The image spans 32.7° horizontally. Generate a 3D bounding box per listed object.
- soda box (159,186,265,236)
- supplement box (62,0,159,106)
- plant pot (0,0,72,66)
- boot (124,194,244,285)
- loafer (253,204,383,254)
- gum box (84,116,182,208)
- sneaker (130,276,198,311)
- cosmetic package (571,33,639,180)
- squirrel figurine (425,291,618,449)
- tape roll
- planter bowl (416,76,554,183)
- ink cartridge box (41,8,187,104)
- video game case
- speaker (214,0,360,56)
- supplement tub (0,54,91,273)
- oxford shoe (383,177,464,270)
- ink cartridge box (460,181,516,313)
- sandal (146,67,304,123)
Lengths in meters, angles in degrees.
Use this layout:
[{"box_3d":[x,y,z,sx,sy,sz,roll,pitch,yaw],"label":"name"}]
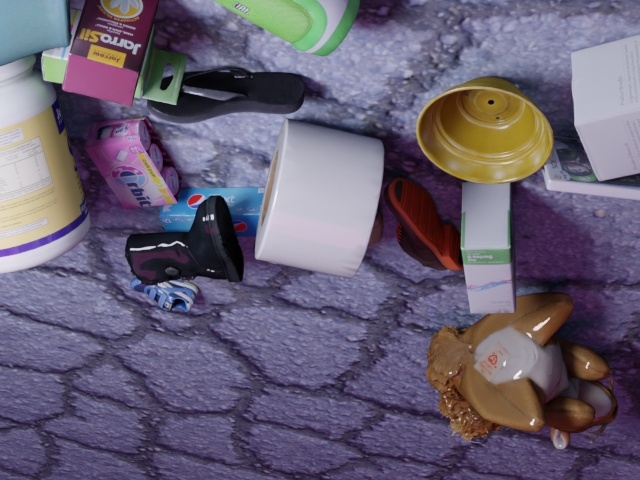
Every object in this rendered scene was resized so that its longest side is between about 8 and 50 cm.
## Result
[{"box_3d":[-0.189,-0.053,2.041,0.210,0.067,0.071,0,144,10],"label":"soda box"},{"box_3d":[-0.306,-0.300,1.609,0.104,0.188,0.081,14,143,-11],"label":"supplement box"},{"box_3d":[-0.479,-0.355,1.516,0.255,0.272,0.272,-3,146,-11],"label":"plant pot"},{"box_3d":[-0.260,0.008,1.995,0.207,0.094,0.246,-2,150,5],"label":"boot"},{"box_3d":[0.000,0.000,2.056,0.268,0.102,0.092,-12,135,23],"label":"loafer"},{"box_3d":[-0.333,-0.140,1.945,0.107,0.062,0.188,-5,143,16],"label":"gum box"},{"box_3d":[-0.332,0.112,2.300,0.144,0.059,0.053,12,146,-7],"label":"sneaker"},{"box_3d":[0.488,-0.207,1.649,0.183,0.151,0.151,-11,141,25],"label":"cosmetic package"},{"box_3d":[0.435,0.303,2.332,0.397,0.281,0.370,-6,156,40],"label":"squirrel figurine"},{"box_3d":[-0.005,-0.070,1.838,0.169,0.246,0.246,11,144,-8],"label":"tape roll"},{"box_3d":[0.267,-0.195,1.743,0.217,0.090,0.217,11,143,8],"label":"planter bowl"},{"box_3d":[-0.317,-0.288,1.697,0.209,0.109,0.062,10,145,-5],"label":"ink cartridge box"},{"box_3d":[0.452,-0.119,1.766,0.190,0.173,0.022,7,121,0],"label":"video game case"},{"box_3d":[-0.095,-0.373,1.531,0.296,0.131,0.131,25,140,-24],"label":"speaker"},{"box_3d":[-0.522,-0.138,1.747,0.241,0.241,0.331,-4,116,14],"label":"supplement tub"},{"box_3d":[0.173,-0.018,2.014,0.098,0.097,0.271,-10,142,31],"label":"oxford shoe"},{"box_3d":[0.308,0.014,1.982,0.093,0.154,0.212,-3,144,13],"label":"ink cartridge box"},{"box_3d":[-0.154,-0.246,1.753,0.254,0.097,0.054,-5,146,-1],"label":"sandal"}]
